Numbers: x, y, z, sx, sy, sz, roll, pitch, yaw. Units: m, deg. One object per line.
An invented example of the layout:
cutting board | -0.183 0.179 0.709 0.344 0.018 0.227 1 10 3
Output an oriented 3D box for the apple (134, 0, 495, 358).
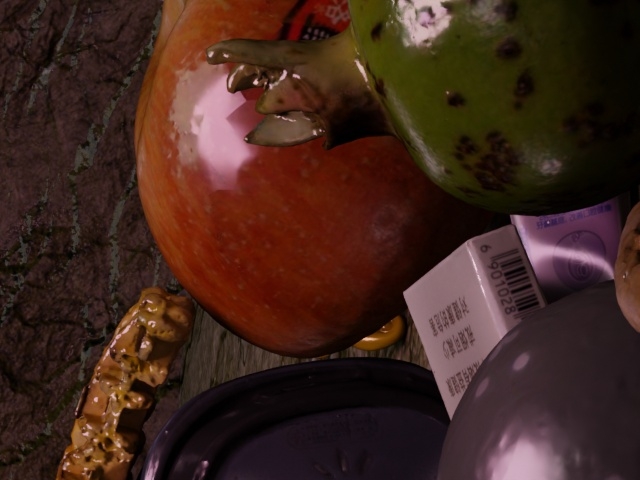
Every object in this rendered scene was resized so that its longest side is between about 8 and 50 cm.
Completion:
apple | -0.002 -0.092 1.239 0.277 0.250 0.309 -29 25 57

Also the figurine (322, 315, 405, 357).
figurine | 0.000 0.000 1.647 0.156 0.131 0.246 -39 34 25

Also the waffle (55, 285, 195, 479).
waffle | -0.132 0.122 1.211 0.149 0.051 0.194 115 175 -70

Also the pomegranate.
pomegranate | 0.079 -0.102 0.998 0.211 0.263 0.211 -23 -90 -86

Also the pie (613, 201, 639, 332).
pie | 0.192 -0.013 0.665 0.046 0.195 0.195 50 -165 -31

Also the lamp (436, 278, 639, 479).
lamp | 0.163 0.164 0.774 0.313 0.182 0.182 66 171 -7

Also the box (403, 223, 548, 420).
box | 0.114 0.122 1.022 0.139 0.035 0.245 130 119 -72

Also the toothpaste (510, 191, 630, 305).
toothpaste | 0.140 -0.007 1.092 0.048 0.075 0.301 48 -144 -64

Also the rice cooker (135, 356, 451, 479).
rice cooker | 0.000 0.206 1.249 0.224 0.267 0.267 138 136 -74
